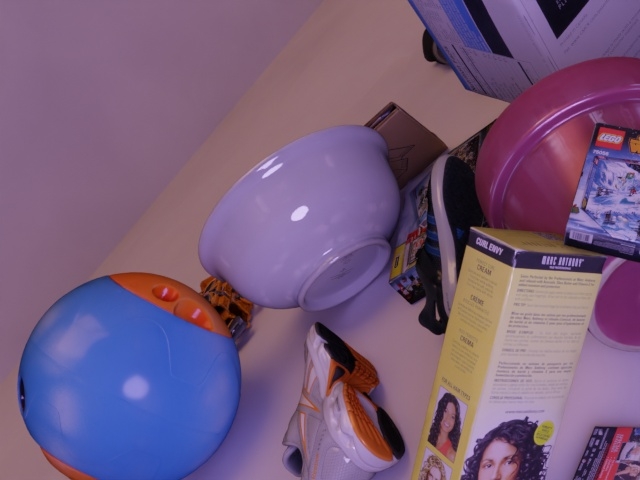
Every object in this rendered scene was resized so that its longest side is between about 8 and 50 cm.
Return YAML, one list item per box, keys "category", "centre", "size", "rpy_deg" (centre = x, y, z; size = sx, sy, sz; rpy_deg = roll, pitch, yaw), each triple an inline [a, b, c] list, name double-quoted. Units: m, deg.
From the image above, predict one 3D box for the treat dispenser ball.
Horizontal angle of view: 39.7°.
- category: "treat dispenser ball"
  centre: [-0.248, 0.184, 1.171]
  size: [0.288, 0.288, 0.288]
  rpy_deg: [-40, 20, 18]

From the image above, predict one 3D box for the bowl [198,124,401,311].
- category: "bowl"
  centre: [0.000, 0.000, 1.168]
  size: [0.297, 0.134, 0.298]
  rpy_deg: [-29, -25, -15]

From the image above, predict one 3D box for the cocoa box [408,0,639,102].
- category: "cocoa box"
  centre: [0.306, -0.359, 1.093]
  size: [0.347, 0.231, 0.228]
  rpy_deg: [-50, 39, -7]

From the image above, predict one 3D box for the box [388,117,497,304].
- category: "box"
  centre: [0.170, -0.041, 1.113]
  size: [0.159, 0.044, 0.233]
  rpy_deg: [-35, 22, 31]

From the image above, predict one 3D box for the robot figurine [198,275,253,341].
- category: "robot figurine"
  centre: [-0.222, 0.162, 1.479]
  size: [0.291, 0.085, 0.211]
  rpy_deg: [-40, 21, 19]

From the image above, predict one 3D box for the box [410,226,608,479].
- category: "box"
  centre: [0.131, 0.110, 0.646]
  size: [0.058, 0.087, 0.232]
  rpy_deg: [32, 116, 58]

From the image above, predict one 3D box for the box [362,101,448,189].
- category: "box"
  centre: [0.084, -0.109, 1.267]
  size: [0.164, 0.021, 0.201]
  rpy_deg: [-42, -24, 15]

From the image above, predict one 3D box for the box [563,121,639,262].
- category: "box"
  centre: [0.244, -0.025, 0.601]
  size: [0.137, 0.027, 0.094]
  rpy_deg: [15, 62, 18]

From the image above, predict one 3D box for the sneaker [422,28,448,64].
- category: "sneaker"
  centre: [0.248, -0.427, 1.608]
  size: [0.222, 0.083, 0.118]
  rpy_deg: [-63, 16, 4]

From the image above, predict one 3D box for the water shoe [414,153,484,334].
- category: "water shoe"
  centre: [0.131, 0.002, 0.969]
  size: [0.080, 0.072, 0.203]
  rpy_deg: [-27, 53, 45]

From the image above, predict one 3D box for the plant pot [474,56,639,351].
- category: "plant pot"
  centre: [0.245, -0.018, 0.716]
  size: [0.201, 0.201, 0.180]
  rpy_deg: [-39, 36, 21]

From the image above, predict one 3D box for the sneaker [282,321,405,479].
- category: "sneaker"
  centre: [0.000, 0.184, 0.953]
  size: [0.121, 0.099, 0.262]
  rpy_deg: [-47, 17, 11]

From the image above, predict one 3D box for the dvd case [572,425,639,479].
- category: "dvd case"
  centre: [0.226, 0.169, 0.620]
  size: [0.119, 0.013, 0.087]
  rpy_deg: [-18, 34, 56]
